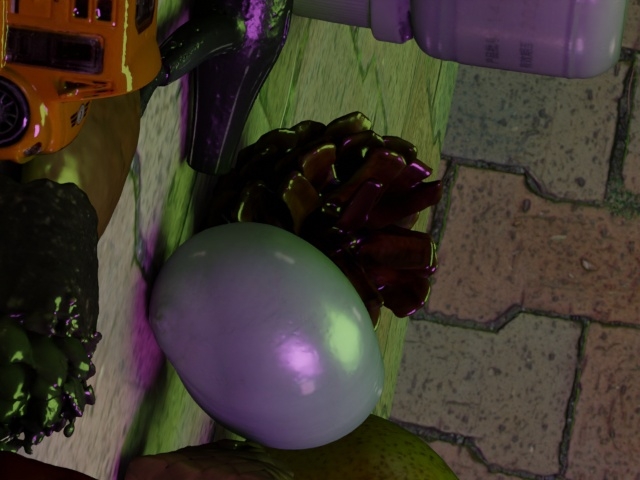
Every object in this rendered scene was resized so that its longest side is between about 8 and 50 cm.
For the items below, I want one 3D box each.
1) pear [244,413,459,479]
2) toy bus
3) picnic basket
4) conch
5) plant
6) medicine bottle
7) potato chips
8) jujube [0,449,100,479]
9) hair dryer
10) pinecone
[{"bbox_3d":[0.013,0.295,1.711,0.294,0.294,0.294,9,90,-81],"label":"pear"},{"bbox_3d":[-0.124,-0.134,0.955,0.083,0.088,0.194,-62,159,-67],"label":"toy bus"},{"bbox_3d":[-0.076,0.214,1.451,0.178,0.138,0.128,7,92,-75],"label":"picnic basket"},{"bbox_3d":[-0.043,0.085,1.426,0.121,0.185,0.221,-57,130,-30],"label":"conch"},{"bbox_3d":[-0.155,0.042,0.962,0.094,0.092,0.143,99,-2,-67],"label":"plant"},{"bbox_3d":[0.136,-0.284,1.734,0.245,0.306,0.245,9,90,-82],"label":"medicine bottle"},{"bbox_3d":[-0.136,-0.045,1.106,0.201,0.049,0.150,-79,178,-55],"label":"potato chips"},{"bbox_3d":[-0.147,0.218,0.823,0.213,0.213,0.232,88,15,-51],"label":"jujube"},{"bbox_3d":[-0.092,-0.112,1.333,0.219,0.075,0.195,-43,152,-59],"label":"hair dryer"},{"bbox_3d":[0.002,0.000,1.559,0.229,0.201,0.202,-32,109,-40],"label":"pinecone"}]
